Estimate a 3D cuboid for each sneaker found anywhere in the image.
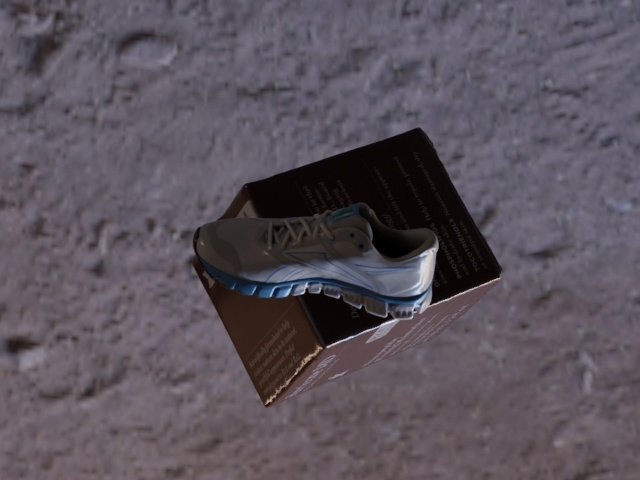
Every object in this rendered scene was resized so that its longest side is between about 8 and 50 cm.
[{"bbox_3d":[0.000,0.000,1.218,0.191,0.071,0.083,8,133,-9],"label":"sneaker"}]

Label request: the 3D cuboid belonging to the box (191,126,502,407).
[{"bbox_3d":[0.022,0.025,1.494,0.203,0.167,0.168,-20,165,-28],"label":"box"}]
